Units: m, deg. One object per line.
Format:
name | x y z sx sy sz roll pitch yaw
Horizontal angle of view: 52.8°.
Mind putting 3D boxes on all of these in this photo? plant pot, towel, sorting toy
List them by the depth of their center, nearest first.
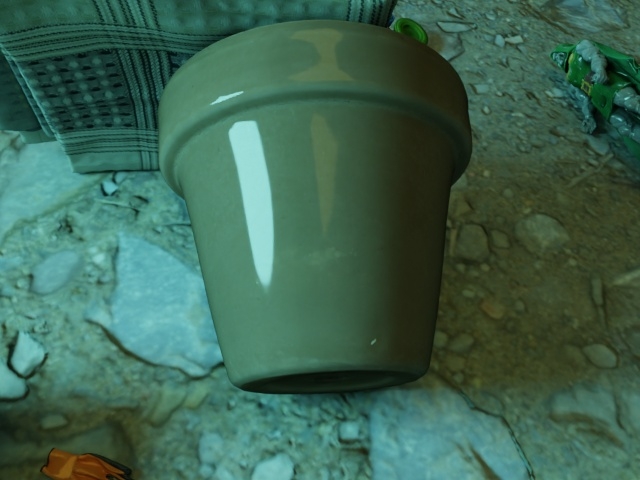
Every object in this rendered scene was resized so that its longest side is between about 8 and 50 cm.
plant pot | 0.000 0.000 0.518 0.262 0.263 0.230 0 71 -9
towel | -0.125 -0.129 0.542 0.324 0.312 0.056 1 76 -10
sorting toy | 0.090 -0.264 0.850 0.101 0.042 0.061 -12 69 -32

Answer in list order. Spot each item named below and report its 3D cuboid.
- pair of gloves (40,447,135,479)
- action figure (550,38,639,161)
pair of gloves | -0.175 0.194 0.460 0.074 0.010 0.083 17 54 4
action figure | 0.351 -0.175 0.778 0.063 0.137 0.232 -17 47 -6
